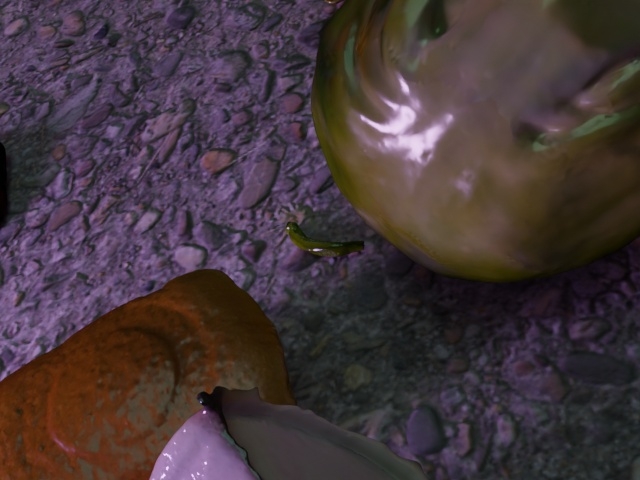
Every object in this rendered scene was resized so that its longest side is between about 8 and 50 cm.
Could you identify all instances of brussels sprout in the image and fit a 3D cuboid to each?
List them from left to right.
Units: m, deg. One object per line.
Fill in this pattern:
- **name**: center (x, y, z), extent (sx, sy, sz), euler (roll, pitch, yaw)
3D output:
- **brussels sprout**: center (0.136, -0.128, 0.684), extent (0.268, 0.344, 0.344), euler (18, 49, -17)

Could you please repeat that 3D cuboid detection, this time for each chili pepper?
- **chili pepper**: center (0.000, -0.001, 0.836), extent (0.083, 0.017, 0.030), euler (20, 61, 35)

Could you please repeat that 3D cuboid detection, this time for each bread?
- **bread**: center (-0.134, 0.137, 0.707), extent (0.246, 0.121, 0.174), euler (-28, 45, -4)

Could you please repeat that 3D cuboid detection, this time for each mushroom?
- **mushroom**: center (-0.001, 0.231, 0.583), extent (0.236, 0.162, 0.173), euler (48, 114, 30)

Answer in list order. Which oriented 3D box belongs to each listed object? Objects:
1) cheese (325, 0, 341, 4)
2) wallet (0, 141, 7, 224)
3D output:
- **cheese**: center (0.109, -0.314, 1.024), extent (0.250, 0.064, 0.156), euler (-22, 46, -12)
- **wallet**: center (-0.461, -0.019, 1.036), extent (0.255, 0.031, 0.137), euler (-20, 47, 6)
